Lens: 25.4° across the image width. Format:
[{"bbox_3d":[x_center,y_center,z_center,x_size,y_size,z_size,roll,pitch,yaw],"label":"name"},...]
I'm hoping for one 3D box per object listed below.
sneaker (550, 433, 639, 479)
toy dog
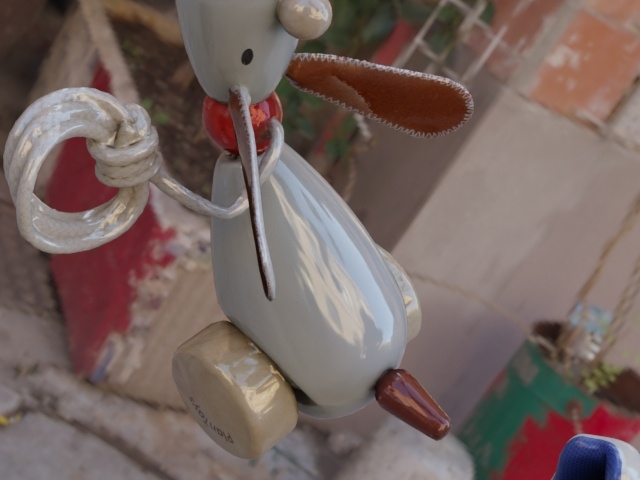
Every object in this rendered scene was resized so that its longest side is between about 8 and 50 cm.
[{"bbox_3d":[0.090,0.232,0.805,0.112,0.296,0.131,28,-19,51],"label":"sneaker"},{"bbox_3d":[0.000,0.000,0.788,0.161,0.220,0.334,26,-21,35],"label":"toy dog"}]
